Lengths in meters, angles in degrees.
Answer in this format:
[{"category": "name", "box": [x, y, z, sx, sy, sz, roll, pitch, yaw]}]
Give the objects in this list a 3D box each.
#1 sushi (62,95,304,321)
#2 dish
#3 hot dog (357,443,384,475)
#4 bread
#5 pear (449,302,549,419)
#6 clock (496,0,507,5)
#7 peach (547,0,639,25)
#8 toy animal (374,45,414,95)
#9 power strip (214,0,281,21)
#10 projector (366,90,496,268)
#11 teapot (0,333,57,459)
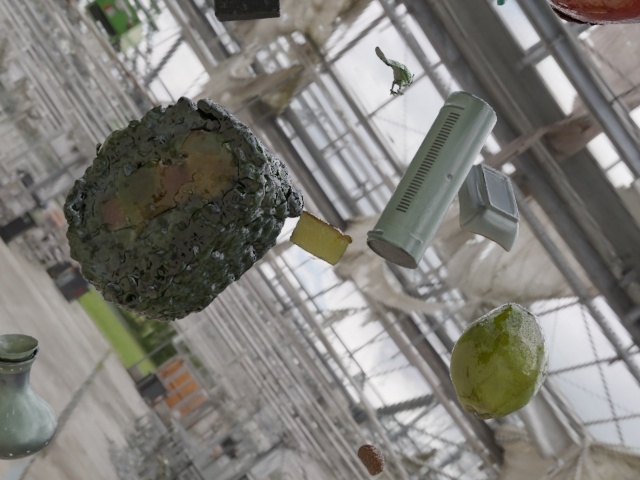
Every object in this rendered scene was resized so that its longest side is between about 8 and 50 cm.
[{"category": "sushi", "box": [-0.233, -0.056, 1.377, 0.294, 0.352, 0.178, 50, 3, 25]}, {"category": "dish", "box": [0.384, -0.091, 1.963, 0.151, 0.077, 0.212, 24, 39, -21]}, {"category": "hot dog", "box": [0.131, 0.560, 2.214, 0.035, 0.058, 0.083, 23, 24, -53]}, {"category": "bread", "box": [0.000, 0.000, 1.806, 0.080, 0.084, 0.109, 28, 2, -40]}, {"category": "pear", "box": [0.402, 0.270, 1.934, 0.212, 0.269, 0.212, 26, -13, 7]}, {"category": "clock", "box": [0.295, -0.623, 1.751, 0.231, 0.116, 0.262, 30, -8, 19]}, {"category": "peach", "box": [0.476, -0.527, 1.385, 0.370, 0.370, 0.370, 51, -13, 17]}, {"category": "toy animal", "box": [0.168, -0.372, 1.965, 0.041, 0.075, 0.217, 7, -3, 30]}, {"category": "power strip", "box": [-0.121, -0.386, 1.434, 0.029, 0.111, 0.038, 70, 17, -80]}, {"category": "projector", "box": [0.205, -0.112, 1.583, 0.108, 0.338, 0.108, 28, -17, 9]}, {"category": "teapot", "box": [-0.657, 0.332, 1.850, 0.183, 0.183, 0.251, 34, -57, 57]}]
